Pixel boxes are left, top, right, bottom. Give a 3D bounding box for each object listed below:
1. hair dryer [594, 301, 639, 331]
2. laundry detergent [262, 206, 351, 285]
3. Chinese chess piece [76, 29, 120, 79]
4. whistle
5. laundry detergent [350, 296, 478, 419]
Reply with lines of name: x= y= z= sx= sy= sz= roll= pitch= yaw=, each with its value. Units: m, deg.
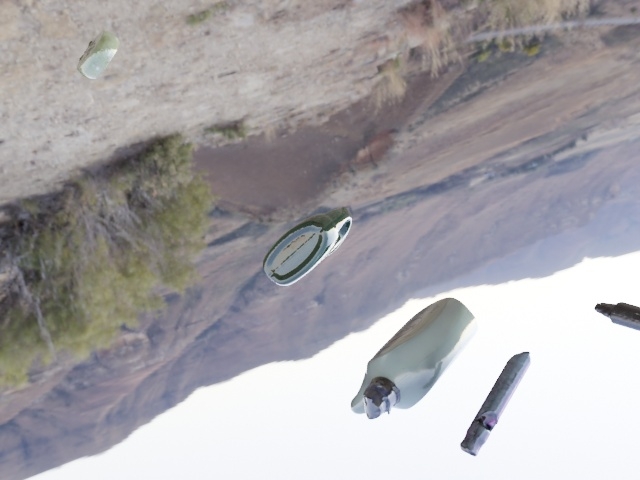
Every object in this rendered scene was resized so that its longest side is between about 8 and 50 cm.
hair dryer: x=0.441 y=0.112 z=0.795 sx=0.114 sy=0.070 sz=0.248 roll=-6 pitch=-164 yaw=-36
laundry detergent: x=-0.002 y=-0.003 z=0.983 sx=0.137 sy=0.063 sz=0.211 roll=-45 pitch=175 yaw=20
Chinese chess piece: x=-0.361 y=-0.301 z=1.055 sx=0.034 sy=0.084 sz=0.084 roll=35 pitch=143 yaw=-30
whistle: x=0.259 y=0.237 z=0.958 sx=0.176 sy=0.033 sz=0.033 roll=-55 pitch=-173 yaw=-15
laundry detergent: x=0.142 y=0.222 z=1.120 sx=0.281 sy=0.105 sz=0.215 roll=-36 pitch=173 yaw=-47
